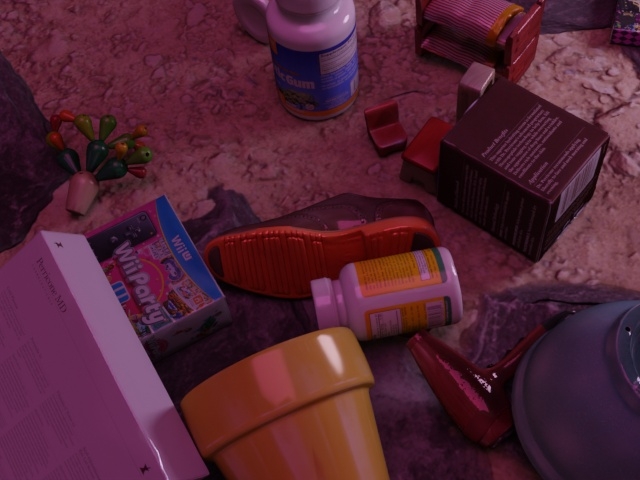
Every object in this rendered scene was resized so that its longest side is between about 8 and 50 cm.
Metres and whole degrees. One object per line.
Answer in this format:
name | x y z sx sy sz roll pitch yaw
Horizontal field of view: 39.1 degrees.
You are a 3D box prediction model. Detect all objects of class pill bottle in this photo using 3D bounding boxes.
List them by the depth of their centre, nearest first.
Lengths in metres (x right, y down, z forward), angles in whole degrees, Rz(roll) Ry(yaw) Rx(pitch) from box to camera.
pill bottle | 0.094 0.083 1.325 0.208 0.118 0.118 -11 57 -1
pill bottle | -0.014 -0.347 1.539 0.152 0.272 0.152 -3 57 4
pill bottle | -0.054 -0.485 1.723 0.121 0.121 0.221 33 66 23

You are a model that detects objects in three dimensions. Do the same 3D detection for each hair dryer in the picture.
hair dryer | 0.262 0.193 1.292 0.293 0.080 0.224 14 55 -3

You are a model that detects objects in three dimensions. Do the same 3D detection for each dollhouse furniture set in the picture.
dollhouse furniture set | 0.209 -0.287 1.551 0.201 0.152 0.374 28 64 21

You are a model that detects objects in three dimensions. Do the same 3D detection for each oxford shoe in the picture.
oxford shoe | 0.000 0.000 1.424 0.363 0.130 0.133 -3 36 -1

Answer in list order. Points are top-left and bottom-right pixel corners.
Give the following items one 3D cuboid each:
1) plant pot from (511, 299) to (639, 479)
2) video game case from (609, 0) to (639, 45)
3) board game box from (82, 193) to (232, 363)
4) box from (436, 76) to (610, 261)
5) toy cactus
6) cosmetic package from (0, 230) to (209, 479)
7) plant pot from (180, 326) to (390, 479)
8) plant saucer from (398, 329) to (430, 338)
plant pot | 0.419 0.193 1.158 0.293 0.196 0.293 6 57 -9
video game case | 0.665 -0.438 1.672 0.232 0.042 0.210 10 59 12
board game box | -0.322 0.094 1.390 0.303 0.097 0.224 -27 60 -12
box | 0.314 -0.112 1.420 0.203 0.167 0.168 35 67 24
toy cactus | -0.392 -0.130 1.554 0.218 0.112 0.181 15 79 11
cosmetic package | -0.353 0.221 1.190 0.284 0.097 0.377 -39 71 21
plant pot | -0.025 0.273 1.173 0.254 0.254 0.239 -22 74 -9
plant saucer | 0.136 0.116 1.380 0.083 0.015 0.083 -3 57 4
